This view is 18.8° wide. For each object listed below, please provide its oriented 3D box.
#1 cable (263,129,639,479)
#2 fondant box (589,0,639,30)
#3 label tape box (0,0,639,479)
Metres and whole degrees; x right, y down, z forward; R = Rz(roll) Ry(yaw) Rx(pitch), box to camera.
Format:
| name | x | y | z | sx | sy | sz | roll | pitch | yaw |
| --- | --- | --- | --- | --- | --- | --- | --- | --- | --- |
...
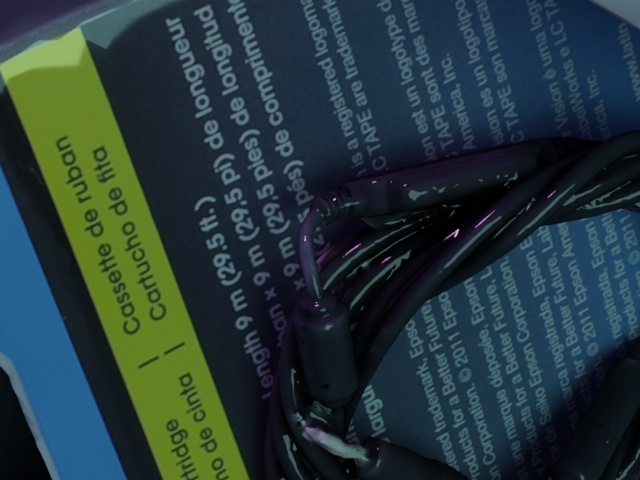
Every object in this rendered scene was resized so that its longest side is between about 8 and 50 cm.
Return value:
| name | x | y | z | sx | sy | sz | roll | pitch | yaw |
| --- | --- | --- | --- | --- | --- | --- | --- | --- | --- |
| cable | 0.071 | 0.039 | 0.611 | 0.184 | 0.047 | 0.150 | -13 | 112 | -25 |
| fondant box | 0.143 | -0.200 | 0.573 | 0.238 | 0.096 | 0.330 | 24 | 53 | -33 |
| label tape box | 0.000 | 0.000 | 0.654 | 0.348 | 0.115 | 0.249 | -27 | 117 | -17 |
